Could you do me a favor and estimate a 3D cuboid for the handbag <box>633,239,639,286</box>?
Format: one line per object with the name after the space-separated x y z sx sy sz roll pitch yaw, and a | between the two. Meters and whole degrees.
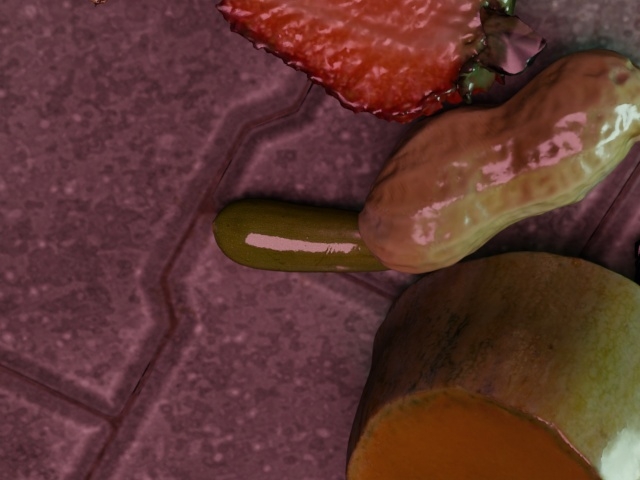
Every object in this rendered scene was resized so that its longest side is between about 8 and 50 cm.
0.407 0.069 1.798 0.260 0.113 0.162 -2 119 5 | handbag

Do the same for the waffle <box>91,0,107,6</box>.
-0.131 -0.255 1.733 0.153 0.023 0.097 -1 115 3 | waffle

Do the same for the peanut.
0.164 -0.071 1.741 0.290 0.130 0.130 -26 110 7 | peanut

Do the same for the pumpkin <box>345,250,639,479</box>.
0.177 0.192 1.771 0.332 0.199 0.332 10 122 16 | pumpkin

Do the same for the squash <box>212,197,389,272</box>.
0.000 0.000 1.817 0.201 0.066 0.066 6 114 -4 | squash

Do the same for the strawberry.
0.061 -0.197 1.710 0.286 0.106 0.188 12 91 12 | strawberry
